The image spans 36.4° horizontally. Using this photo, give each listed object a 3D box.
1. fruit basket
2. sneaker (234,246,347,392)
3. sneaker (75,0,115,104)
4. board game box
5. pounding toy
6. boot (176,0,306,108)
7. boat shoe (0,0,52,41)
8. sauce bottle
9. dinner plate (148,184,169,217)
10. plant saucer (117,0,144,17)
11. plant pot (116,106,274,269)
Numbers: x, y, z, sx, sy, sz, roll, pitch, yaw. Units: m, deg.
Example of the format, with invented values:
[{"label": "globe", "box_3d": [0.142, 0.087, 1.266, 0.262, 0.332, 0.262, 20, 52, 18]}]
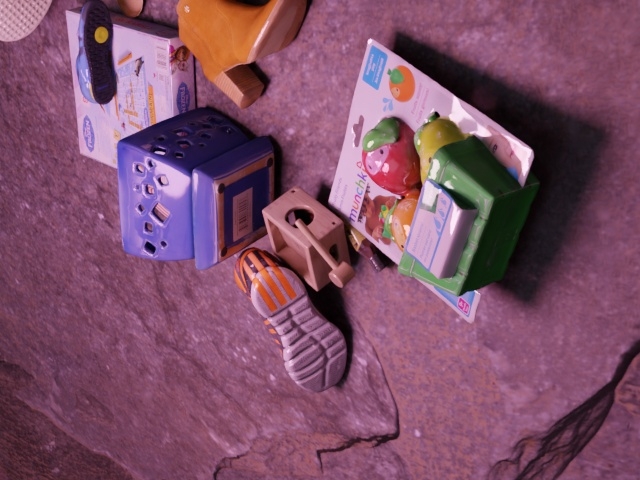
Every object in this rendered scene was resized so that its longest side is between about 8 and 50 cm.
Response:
[{"label": "fruit basket", "box_3d": [0.146, -0.088, 1.497, 0.353, 0.165, 0.327, 38, 132, 29]}, {"label": "sneaker", "box_3d": [-0.058, 0.135, 1.845, 0.180, 0.125, 0.321, 49, 165, 57]}, {"label": "sneaker", "box_3d": [-0.452, -0.370, 1.897, 0.082, 0.069, 0.209, 25, 125, 38]}, {"label": "board game box", "box_3d": [-0.380, -0.289, 1.966, 0.318, 0.066, 0.318, 23, 124, 34]}, {"label": "pounding toy", "box_3d": [0.003, -0.003, 1.674, 0.206, 0.094, 0.181, 39, 156, 33]}, {"label": "boot", "box_3d": [-0.152, -0.387, 1.674, 0.211, 0.104, 0.295, 50, 140, 13]}, {"label": "boat shoe", "box_3d": [-0.629, -0.653, 1.949, 0.156, 0.187, 0.500, 28, 122, 38]}, {"label": "sauce bottle", "box_3d": [0.073, -0.002, 1.693, 0.128, 0.042, 0.042, 57, 137, 8]}, {"label": "dinner plate", "box_3d": [-0.308, -0.071, 2.005, 0.141, 0.017, 0.141, 34, 161, 13]}, {"label": "plant saucer", "box_3d": [-0.370, -0.479, 1.899, 0.083, 0.015, 0.083, 20, 122, 36]}, {"label": "plant pot", "box_3d": [-0.216, -0.088, 1.796, 0.212, 0.236, 0.236, 20, 123, 30]}]
